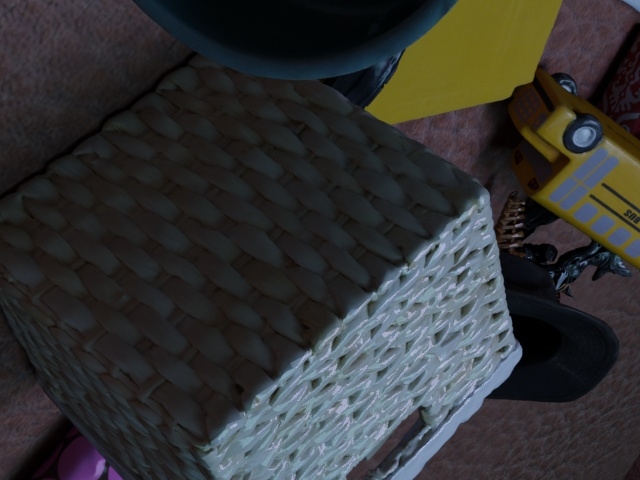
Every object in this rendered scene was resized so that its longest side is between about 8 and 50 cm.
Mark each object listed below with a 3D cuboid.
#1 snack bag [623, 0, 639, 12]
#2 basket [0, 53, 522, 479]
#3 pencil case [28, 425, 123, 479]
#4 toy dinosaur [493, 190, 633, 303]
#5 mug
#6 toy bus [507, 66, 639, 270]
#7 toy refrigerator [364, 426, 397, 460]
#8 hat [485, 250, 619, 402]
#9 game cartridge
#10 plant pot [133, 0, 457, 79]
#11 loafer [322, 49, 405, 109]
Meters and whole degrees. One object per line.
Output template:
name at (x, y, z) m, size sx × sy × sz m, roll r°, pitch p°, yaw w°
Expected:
snack bag at (0.503, -0.431, 1.682) m, size 0.323 × 0.037 × 0.342 m, roll 8°, pitch 117°, yaw -59°
basket at (-0.059, 0.050, 1.116) m, size 0.328 × 0.331 × 0.266 m, roll -41°, pitch 145°, yaw -20°
pencil case at (-0.226, 0.234, 1.332) m, size 0.098 × 0.095 × 0.209 m, roll 41°, pitch 90°, yaw -28°
toy dinosaur at (0.293, 0.038, 1.829) m, size 0.218 × 0.164 × 0.322 m, roll -32°, pitch 167°, yaw -5°
mug at (0.449, -0.187, 1.785) m, size 0.113 × 0.150 × 0.169 m, roll 7°, pitch 115°, yaw -42°
toy bus at (0.355, -0.079, 1.662) m, size 0.333 × 0.108 × 0.130 m, roll 30°, pitch 116°, yaw -31°
toy refrigerator at (0.038, 0.149, 1.617) m, size 0.102 × 0.094 × 0.269 m, roll -47°, pitch 151°, yaw -22°
hat at (0.215, 0.091, 1.707) m, size 0.331 × 0.331 × 0.133 m, roll 81°, pitch 15°, yaw -55°
game cartridge at (0.121, -0.254, 1.245) m, size 0.285 × 0.052 × 0.323 m, roll -14°, pitch 139°, yaw -30°
plant pot at (0.054, -0.312, 0.867) m, size 0.334 × 0.341 × 0.341 m, roll -32°, pitch 148°, yaw -49°
loafer at (0.043, -0.189, 1.154) m, size 0.223 × 0.078 × 0.076 m, roll -53°, pitch -164°, yaw 31°
